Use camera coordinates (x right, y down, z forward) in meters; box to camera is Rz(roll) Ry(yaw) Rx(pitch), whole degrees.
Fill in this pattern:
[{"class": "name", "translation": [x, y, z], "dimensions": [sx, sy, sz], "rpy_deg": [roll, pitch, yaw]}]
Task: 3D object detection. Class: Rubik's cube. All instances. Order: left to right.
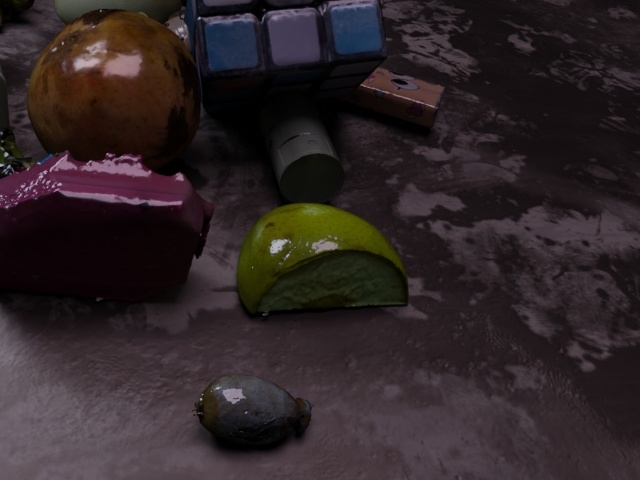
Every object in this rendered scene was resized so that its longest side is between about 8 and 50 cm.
[{"class": "Rubik's cube", "translation": [-0.087, -0.462, 1.485], "dimensions": [0.363, 0.359, 0.362], "rpy_deg": [-7, -1, -13]}]

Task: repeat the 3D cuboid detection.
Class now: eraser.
[{"class": "eraser", "translation": [0.136, -0.352, 1.751], "dimensions": [0.290, 0.087, 0.171], "rpy_deg": [18, 28, 6]}]

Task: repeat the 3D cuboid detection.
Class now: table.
[{"class": "table", "translation": [-0.039, -0.178, 1.455], "dimensions": [0.126, 0.126, 0.220], "rpy_deg": [-1, 41, -18]}]

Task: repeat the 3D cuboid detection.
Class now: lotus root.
[{"class": "lotus root", "translation": [-0.084, 0.222, 0.983], "dimensions": [0.165, 0.088, 0.088], "rpy_deg": [11, 37, -18]}]

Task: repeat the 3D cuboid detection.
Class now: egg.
[{"class": "egg", "translation": [-0.464, -0.564, 1.740], "dimensions": [0.295, 0.218, 0.218], "rpy_deg": [-16, 46, -18]}]

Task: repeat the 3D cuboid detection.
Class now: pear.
[{"class": "pear", "translation": [-0.003, -0.003, 1.255], "dimensions": [0.288, 0.139, 0.239], "rpy_deg": [-1, 32, -20]}]

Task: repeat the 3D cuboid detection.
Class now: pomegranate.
[{"class": "pomegranate", "translation": [-0.360, -0.253, 1.332], "dimensions": [0.322, 0.322, 0.322], "rpy_deg": [8, 38, -6]}]

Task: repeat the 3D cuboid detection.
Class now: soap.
[{"class": "soap", "translation": [-0.323, -0.015, 1.103], "dimensions": [0.324, 0.220, 0.127], "rpy_deg": [4, 48, -12]}]

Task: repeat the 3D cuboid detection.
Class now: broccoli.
[{"class": "broccoli", "translation": [-0.485, -0.105, 1.200], "dimensions": [0.154, 0.160, 0.167], "rpy_deg": [-12, 6, 29]}]

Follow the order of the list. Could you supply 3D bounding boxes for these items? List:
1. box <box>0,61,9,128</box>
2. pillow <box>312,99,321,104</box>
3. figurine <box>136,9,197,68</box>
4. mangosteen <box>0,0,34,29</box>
[{"class": "box", "translation": [-0.778, -0.332, 1.398], "dimensions": [0.352, 0.177, 0.344], "rpy_deg": [-9, 46, -26]}, {"class": "pillow", "translation": [-0.103, -0.340, 1.709], "dimensions": [0.203, 0.038, 0.113], "rpy_deg": [21, 35, 10]}, {"class": "figurine", "translation": [-0.320, -0.439, 1.672], "dimensions": [0.275, 0.158, 0.161], "rpy_deg": [-26, 62, -39]}, {"class": "mangosteen", "translation": [-0.755, -0.592, 1.750], "dimensions": [0.184, 0.172, 0.172], "rpy_deg": [43, 40, -5]}]
